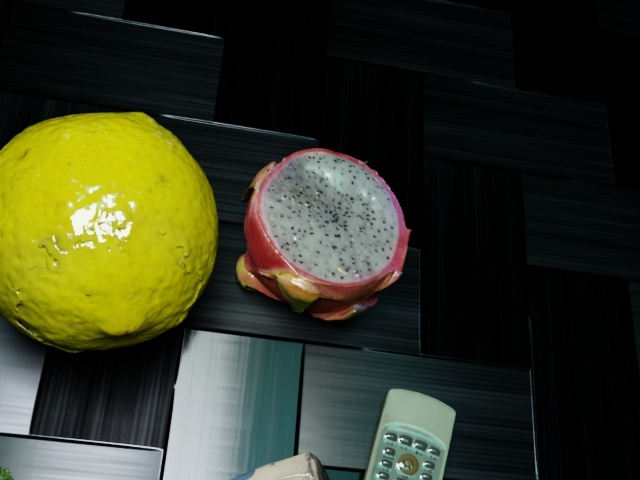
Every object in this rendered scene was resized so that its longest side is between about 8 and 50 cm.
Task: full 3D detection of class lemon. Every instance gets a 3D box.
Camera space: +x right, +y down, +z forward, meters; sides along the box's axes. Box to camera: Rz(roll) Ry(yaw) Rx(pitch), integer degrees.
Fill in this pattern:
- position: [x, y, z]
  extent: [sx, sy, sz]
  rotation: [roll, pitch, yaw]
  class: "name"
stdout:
- position: [-0.327, -0.023, 1.181]
  extent: [0.349, 0.350, 0.387]
  rotation: [-10, 57, -16]
  class: "lemon"

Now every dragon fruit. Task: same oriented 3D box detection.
- position: [0.000, 0.000, 1.334]
  extent: [0.290, 0.189, 0.291]
  rotation: [9, 61, -17]
  class: "dragon fruit"

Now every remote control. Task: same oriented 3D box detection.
- position: [0.128, 0.372, 1.251]
  extent: [0.123, 0.038, 0.285]
  rotation: [21, 62, -1]
  class: "remote control"

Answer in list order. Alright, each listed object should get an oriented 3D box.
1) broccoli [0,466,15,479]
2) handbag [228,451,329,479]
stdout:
- position: [-0.468, 0.420, 0.984]
  extent: [0.307, 0.275, 0.308]
  rotation: [2, 85, -29]
  class: "broccoli"
- position: [-0.066, 0.400, 1.083]
  extent: [0.193, 0.251, 0.190]
  rotation: [-17, 65, 0]
  class: "handbag"
